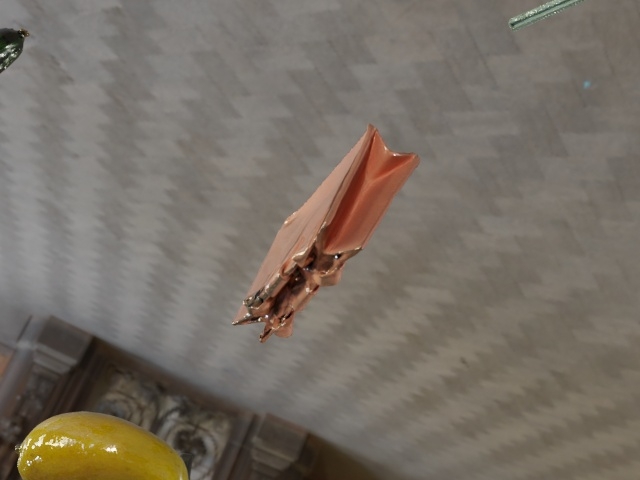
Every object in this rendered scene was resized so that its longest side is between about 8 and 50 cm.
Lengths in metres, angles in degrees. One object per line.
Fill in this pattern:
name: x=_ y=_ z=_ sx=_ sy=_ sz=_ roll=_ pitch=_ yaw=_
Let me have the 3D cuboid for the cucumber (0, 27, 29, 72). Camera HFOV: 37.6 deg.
cucumber: x=-0.449 y=-0.157 z=1.067 sx=0.067 sy=0.293 sz=0.067 roll=36 pitch=160 yaw=16

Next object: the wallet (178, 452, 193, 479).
wallet: x=-0.179 y=0.359 z=0.941 sx=0.030 sy=0.285 sz=0.146 roll=26 pitch=133 yaw=-28

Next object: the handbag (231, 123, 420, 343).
handbag: x=0.000 y=0.000 z=0.892 sx=0.059 sy=0.157 sz=0.212 roll=34 pitch=141 yaw=-8

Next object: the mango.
mango: x=-0.197 y=0.205 z=0.861 sx=0.161 sy=0.076 sz=0.103 roll=6 pitch=134 yaw=13

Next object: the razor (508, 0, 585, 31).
razor: x=0.334 y=-0.314 z=1.195 sx=0.211 sy=0.084 sz=0.036 roll=-21 pitch=158 yaw=40
